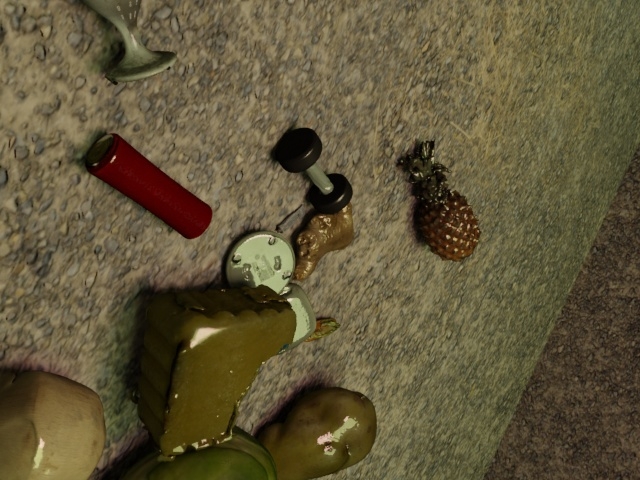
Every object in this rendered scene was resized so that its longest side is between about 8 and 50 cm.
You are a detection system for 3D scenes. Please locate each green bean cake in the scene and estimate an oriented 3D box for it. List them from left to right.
[{"bbox_3d":[-0.213,0.234,1.102,0.285,0.202,0.310,3,108,-44],"label":"green bean cake"}]

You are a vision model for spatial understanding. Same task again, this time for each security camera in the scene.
[{"bbox_3d":[-0.112,0.112,1.253,0.157,0.080,0.301,-28,116,-16],"label":"security camera"}]

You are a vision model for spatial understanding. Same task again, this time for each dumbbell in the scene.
[{"bbox_3d":[-0.011,-0.146,1.217,0.100,0.100,0.191,-53,137,-14],"label":"dumbbell"}]

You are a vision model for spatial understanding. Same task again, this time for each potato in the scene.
[{"bbox_3d":[-0.014,0.507,1.450,0.351,0.202,0.218,-29,140,-17],"label":"potato"}]

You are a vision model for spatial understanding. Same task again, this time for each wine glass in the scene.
[{"bbox_3d":[-0.297,-0.360,0.809,0.126,0.126,0.241,-36,133,-29],"label":"wine glass"}]

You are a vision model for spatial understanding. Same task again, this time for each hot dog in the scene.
[{"bbox_3d":[0.003,0.228,1.445,0.133,0.041,0.056,-10,115,-43],"label":"hot dog"}]

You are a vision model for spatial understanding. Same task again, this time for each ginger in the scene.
[{"bbox_3d":[0.000,-0.004,1.317,0.213,0.074,0.137,-37,131,-20],"label":"ginger"}]

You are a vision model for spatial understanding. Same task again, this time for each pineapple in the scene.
[{"bbox_3d":[0.325,-0.101,1.553,0.175,0.175,0.361,-49,127,-18],"label":"pineapple"}]

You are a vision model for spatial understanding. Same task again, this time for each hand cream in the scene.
[{"bbox_3d":[-0.064,-0.045,1.270,0.093,0.019,0.030,-41,134,-28],"label":"hand cream"}]

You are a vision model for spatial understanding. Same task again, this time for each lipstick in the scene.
[{"bbox_3d":[-0.289,-0.087,0.975,0.080,0.080,0.241,-57,137,-9],"label":"lipstick"}]

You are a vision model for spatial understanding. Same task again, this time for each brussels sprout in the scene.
[{"bbox_3d":[-0.254,0.531,1.163,0.371,0.276,0.315,9,115,-40],"label":"brussels sprout"}]

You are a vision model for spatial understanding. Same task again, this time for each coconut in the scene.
[{"bbox_3d":[-0.459,0.308,0.896,0.224,0.224,0.224,-21,122,-38],"label":"coconut"}]

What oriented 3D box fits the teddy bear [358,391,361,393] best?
[{"bbox_3d":[0.083,0.525,1.637,0.160,0.078,0.119,-24,128,-38],"label":"teddy bear"}]
